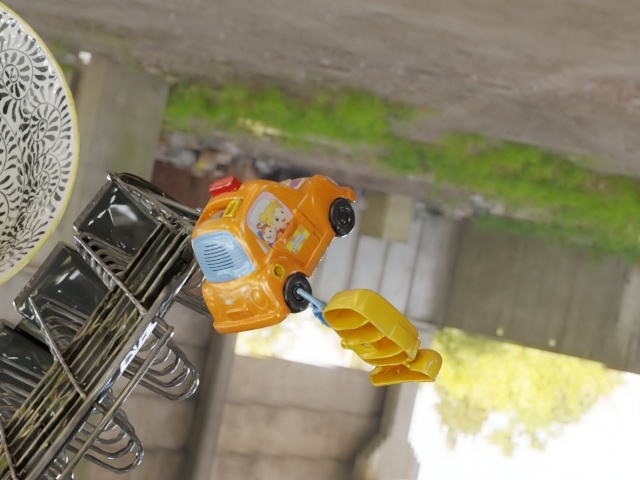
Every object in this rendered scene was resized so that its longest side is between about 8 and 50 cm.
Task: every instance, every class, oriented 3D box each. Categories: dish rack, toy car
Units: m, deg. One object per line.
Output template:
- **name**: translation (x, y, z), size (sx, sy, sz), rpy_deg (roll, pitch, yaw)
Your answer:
- **dish rack**: translation (-0.110, 0.066, 0.619), size (0.074, 0.208, 0.271), rpy_deg (37, 177, -16)
- **toy car**: translation (0.000, 0.000, 0.398), size (0.040, 0.060, 0.122), rpy_deg (47, 162, -24)

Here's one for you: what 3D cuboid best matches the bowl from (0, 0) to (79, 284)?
- **bowl**: translation (-0.200, -0.035, 0.654), size (0.170, 0.170, 0.080), rpy_deg (11, 161, -11)
